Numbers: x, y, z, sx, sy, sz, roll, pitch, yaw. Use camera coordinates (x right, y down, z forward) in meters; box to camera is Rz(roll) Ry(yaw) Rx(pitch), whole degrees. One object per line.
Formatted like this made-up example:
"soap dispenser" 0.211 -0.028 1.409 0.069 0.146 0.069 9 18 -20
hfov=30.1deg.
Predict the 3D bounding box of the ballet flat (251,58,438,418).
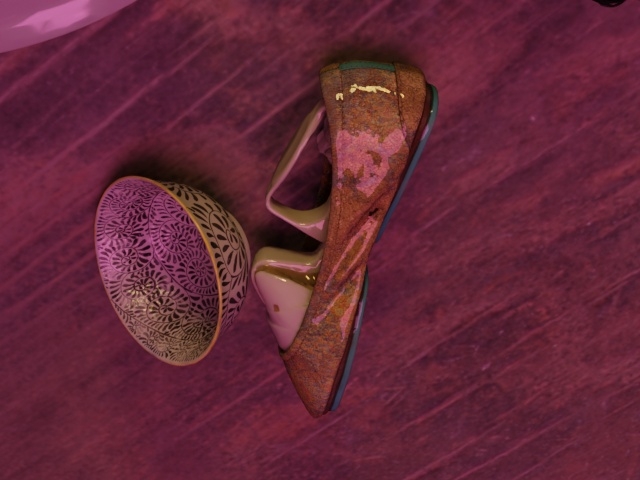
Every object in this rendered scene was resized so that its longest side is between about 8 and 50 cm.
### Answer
"ballet flat" 0.000 0.000 1.038 0.123 0.123 0.348 9 120 -15

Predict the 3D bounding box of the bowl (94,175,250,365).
"bowl" -0.114 0.016 1.031 0.080 0.170 0.170 -22 139 -42

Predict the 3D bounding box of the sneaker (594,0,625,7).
"sneaker" 0.244 -0.213 0.935 0.170 0.075 0.063 10 125 -16

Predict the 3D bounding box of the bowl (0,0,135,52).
"bowl" -0.221 -0.243 0.771 0.298 0.134 0.298 -19 169 -4
